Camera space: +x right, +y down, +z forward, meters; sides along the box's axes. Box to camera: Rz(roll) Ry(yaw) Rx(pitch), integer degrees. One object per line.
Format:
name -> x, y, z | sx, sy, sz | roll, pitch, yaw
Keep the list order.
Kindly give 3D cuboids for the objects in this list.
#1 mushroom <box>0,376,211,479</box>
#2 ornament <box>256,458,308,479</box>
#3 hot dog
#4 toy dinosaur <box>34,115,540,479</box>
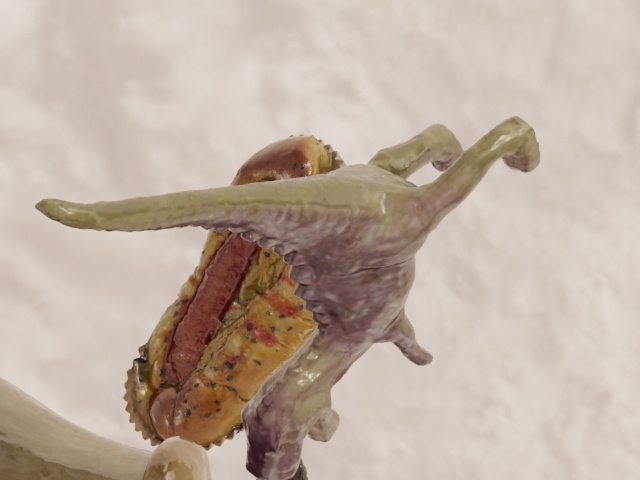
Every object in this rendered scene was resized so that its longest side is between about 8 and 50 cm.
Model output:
mushroom -> -0.171, 0.116, 0.943 | 0.247, 0.096, 0.108 | 20, 82, 17
ornament -> 0.011, 0.298, 1.337 | 0.251, 0.106, 0.260 | 49, 131, 27
hot dog -> -0.051, 0.044, 1.326 | 0.131, 0.069, 0.253 | 34, 94, 35
toy dinosaur -> 0.003, 0.003, 0.823 | 0.072, 0.200, 0.251 | 44, 166, 25
